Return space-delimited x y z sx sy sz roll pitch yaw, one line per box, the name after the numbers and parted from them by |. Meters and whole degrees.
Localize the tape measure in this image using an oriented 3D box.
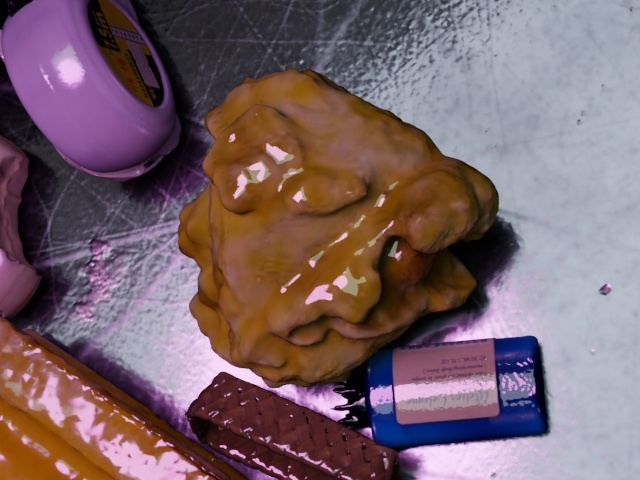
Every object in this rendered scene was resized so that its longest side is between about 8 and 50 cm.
-0.214 -0.149 1.424 0.105 0.178 0.196 -28 76 18 | tape measure

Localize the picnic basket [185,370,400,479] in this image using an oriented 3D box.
-0.019 0.176 1.373 0.193 0.110 0.055 21 69 13 | picnic basket

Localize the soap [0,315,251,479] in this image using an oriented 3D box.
-0.227 0.276 1.365 0.338 0.169 0.304 33 89 16 | soap

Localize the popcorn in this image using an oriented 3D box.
0.000 0.000 1.347 0.242 0.235 0.250 43 131 19 | popcorn

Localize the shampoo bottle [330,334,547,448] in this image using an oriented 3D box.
0.101 0.132 1.380 0.183 0.050 0.087 -7 83 10 | shampoo bottle

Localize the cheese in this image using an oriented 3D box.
-0.337 -0.063 1.485 0.163 0.082 0.286 -4 79 10 | cheese
